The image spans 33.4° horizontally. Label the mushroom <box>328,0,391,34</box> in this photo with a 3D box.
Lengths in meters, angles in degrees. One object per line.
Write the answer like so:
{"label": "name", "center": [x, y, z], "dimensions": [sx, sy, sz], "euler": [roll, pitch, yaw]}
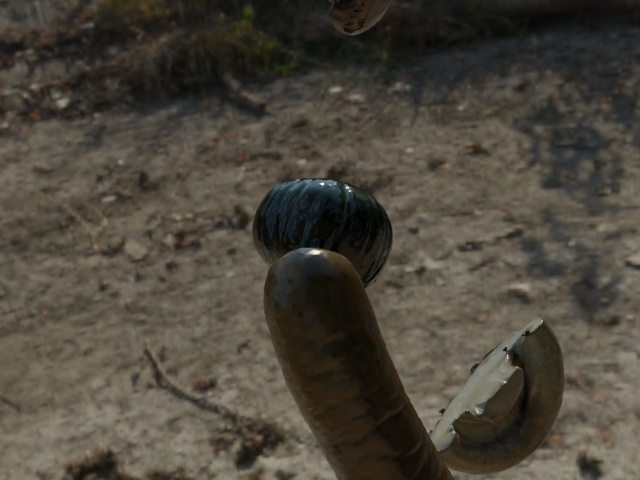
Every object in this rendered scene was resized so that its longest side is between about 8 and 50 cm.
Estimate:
{"label": "mushroom", "center": [0.049, -0.319, 1.327], "dimensions": [0.080, 0.135, 0.170], "euler": [25, -4, -17]}

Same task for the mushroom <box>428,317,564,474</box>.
{"label": "mushroom", "center": [0.311, 0.272, 1.729], "dimensions": [0.286, 0.151, 0.156], "euler": [-50, 7, -5]}

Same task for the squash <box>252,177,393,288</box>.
{"label": "squash", "center": [0.003, -0.005, 1.570], "dimensions": [0.218, 0.172, 0.218], "euler": [0, -2, 0]}

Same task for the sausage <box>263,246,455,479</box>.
{"label": "sausage", "center": [0.067, 0.237, 1.255], "dimensions": [0.123, 0.501, 0.136], "euler": [-19, 13, 36]}
